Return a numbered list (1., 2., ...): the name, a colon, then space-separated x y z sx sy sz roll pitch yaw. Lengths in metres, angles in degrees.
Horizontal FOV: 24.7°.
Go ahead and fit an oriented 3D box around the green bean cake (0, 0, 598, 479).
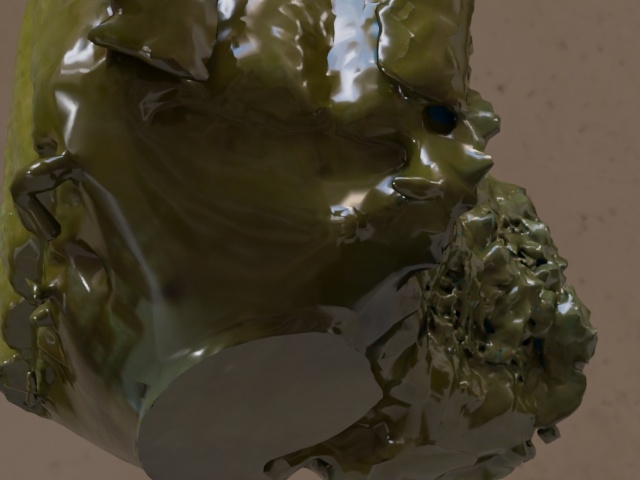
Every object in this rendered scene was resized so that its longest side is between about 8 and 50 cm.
1. green bean cake: 0.000 0.000 0.640 0.310 0.285 0.202 111 165 -58
